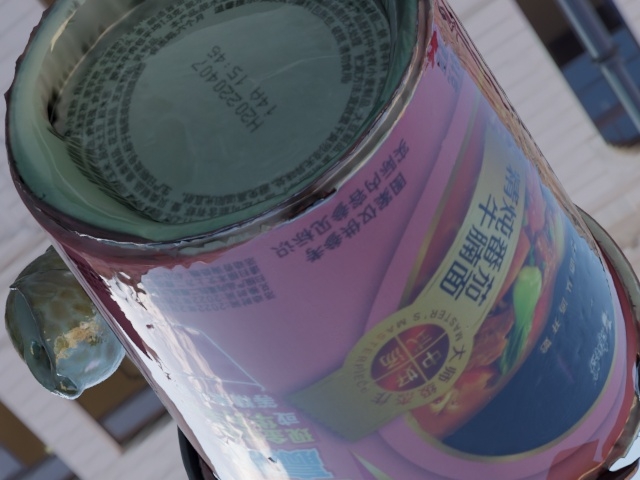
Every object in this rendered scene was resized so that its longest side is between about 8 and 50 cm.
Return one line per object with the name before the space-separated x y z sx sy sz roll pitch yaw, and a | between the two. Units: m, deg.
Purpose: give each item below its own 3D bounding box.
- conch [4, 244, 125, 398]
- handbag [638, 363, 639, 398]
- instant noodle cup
conch | -0.215 0.070 1.254 0.106 0.116 0.173 -31 -166 -9
handbag | 0.369 0.140 1.256 0.213 0.235 0.127 52 -55 41
instant noodle cup | 0.000 0.000 0.603 0.244 0.255 0.243 -11 -124 16
